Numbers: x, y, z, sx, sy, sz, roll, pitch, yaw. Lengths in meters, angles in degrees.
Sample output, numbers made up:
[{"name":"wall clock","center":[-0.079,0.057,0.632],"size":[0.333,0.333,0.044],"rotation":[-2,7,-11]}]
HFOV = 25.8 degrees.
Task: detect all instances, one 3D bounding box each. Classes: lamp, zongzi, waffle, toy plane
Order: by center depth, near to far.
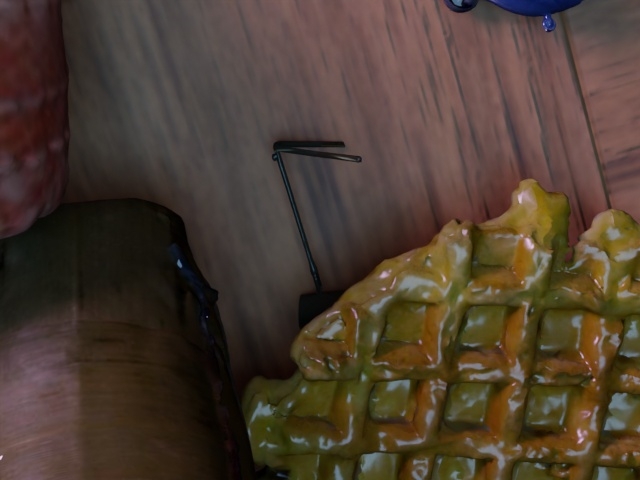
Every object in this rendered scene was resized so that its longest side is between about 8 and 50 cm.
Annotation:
[{"name":"zongzi","center":[-0.116,0.200,0.774],"size":[0.174,0.356,0.393],"rotation":[-6,137,-7]},{"name":"toy plane","center":[0.075,-0.171,0.786],"size":[0.167,0.054,0.062],"rotation":[23,76,-9]},{"name":"lamp","center":[0.000,0.001,0.827],"size":[0.054,0.041,0.121],"rotation":[0,107,6]},{"name":"waffle","center":[0.113,0.132,0.831],"size":[0.325,0.068,0.302],"rotation":[-38,109,5]}]

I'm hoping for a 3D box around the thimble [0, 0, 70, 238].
[{"name":"thimble","center":[-0.240,-0.082,0.694],"size":[0.239,0.239,0.162],"rotation":[-3,102,-2]}]
